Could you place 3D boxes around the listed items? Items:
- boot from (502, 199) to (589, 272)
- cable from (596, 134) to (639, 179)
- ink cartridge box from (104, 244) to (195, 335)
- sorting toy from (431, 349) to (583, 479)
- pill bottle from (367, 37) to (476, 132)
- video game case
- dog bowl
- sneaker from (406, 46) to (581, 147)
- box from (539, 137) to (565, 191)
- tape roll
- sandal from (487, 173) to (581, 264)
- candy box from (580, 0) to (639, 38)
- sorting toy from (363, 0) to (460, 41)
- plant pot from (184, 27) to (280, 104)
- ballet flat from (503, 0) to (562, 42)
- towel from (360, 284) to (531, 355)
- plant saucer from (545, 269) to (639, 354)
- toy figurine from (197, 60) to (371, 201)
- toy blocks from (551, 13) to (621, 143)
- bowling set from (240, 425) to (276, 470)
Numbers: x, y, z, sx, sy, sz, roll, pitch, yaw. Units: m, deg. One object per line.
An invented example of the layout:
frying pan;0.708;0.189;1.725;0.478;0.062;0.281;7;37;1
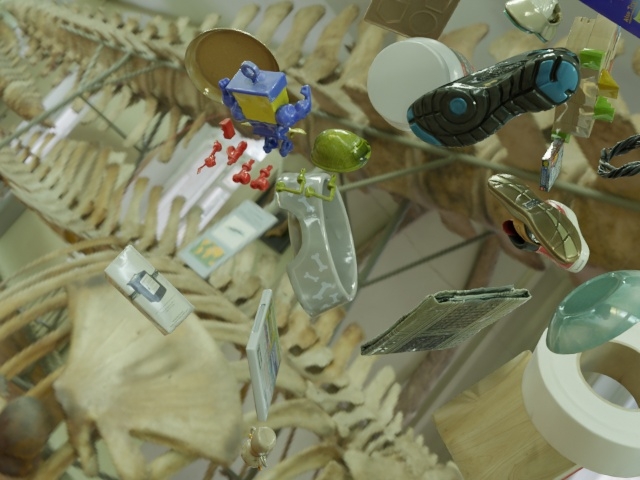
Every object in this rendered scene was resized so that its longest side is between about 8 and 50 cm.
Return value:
boot;0.472;-0.039;1.593;0.176;0.088;0.244;20;28;-11
cable;0.866;-0.234;2.030;0.184;0.151;0.047;-7;-50;47
ink cartridge box;-0.459;0.137;1.926;0.237;0.100;0.172;45;-18;-5
sorting toy;0.402;0.406;1.491;0.089;0.257;0.255;44;13;-45
pill bottle;0.238;-0.353;1.663;0.210;0.210;0.363;39;20;10
video game case;-0.121;0.248;1.568;0.023;0.193;0.213;1;-55;8
dog bowl;0.000;0.000;1.700;0.349;0.102;0.349;-12;90;-78
sneaker;0.334;-0.276;1.396;0.340;0.140;0.125;-13;-67;29
box;0.617;-0.203;1.925;0.027;0.137;0.094;14;-52;27
tape roll;0.502;0.259;1.251;0.286;0.286;0.100;37;-40;26
sandal;0.303;-0.027;1.038;0.180;0.072;0.049;51;-38;33
candy box;0.653;-0.589;1.465;0.317;0.122;0.268;41;-34;17
sorting toy;0.225;-0.573;1.732;0.193;0.038;0.208;19;-35;-8
plant pot;-0.209;-0.419;1.744;0.236;0.032;0.236;6;-38;5
ballet flat;0.437;-0.458;1.452;0.086;0.086;0.248;38;23;19
towel;0.290;0.185;1.701;0.312;0.324;0.056;1;61;-33
plant saucer;0.412;0.095;1.081;0.037;0.195;0.195;53;-8;-7
toy figurine;-0.101;-0.236;1.394;0.362;0.191;0.217;16;-39;32
toy blocks;0.682;-0.452;1.831;0.190;0.261;0.381;18;-20;22
bowling set;-0.126;0.457;1.153;0.287;0.199;0.154;67;-26;22
